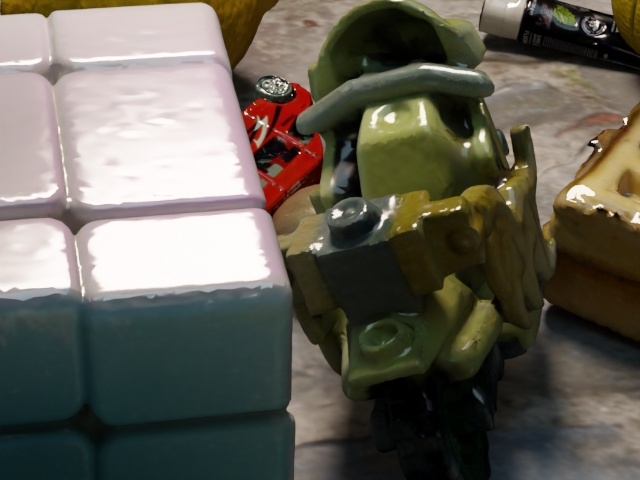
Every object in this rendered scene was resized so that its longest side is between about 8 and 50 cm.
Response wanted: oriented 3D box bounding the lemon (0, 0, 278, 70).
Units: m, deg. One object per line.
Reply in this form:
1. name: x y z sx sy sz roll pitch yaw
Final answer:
1. lemon: -0.149 -0.204 1.681 0.244 0.186 0.187 -11 36 -18

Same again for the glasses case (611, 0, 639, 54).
1. glasses case: 0.427 -0.259 1.781 0.371 0.173 0.141 -13 39 -27

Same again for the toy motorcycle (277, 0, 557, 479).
1. toy motorcycle: 0.070 -0.010 1.349 0.169 0.237 0.410 -16 34 17

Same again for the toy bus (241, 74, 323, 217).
1. toy bus: -0.050 -0.050 1.551 0.089 0.081 0.195 26 40 17

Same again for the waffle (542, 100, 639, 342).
1. waffle: 0.362 -0.039 1.517 0.261 0.114 0.376 21 38 26

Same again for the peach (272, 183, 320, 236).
1. peach: 0.001 -0.002 1.479 0.083 0.083 0.083 1 34 -1

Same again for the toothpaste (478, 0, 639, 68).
1. toothpaste: 0.242 -0.190 1.804 0.194 0.045 0.071 15 38 7

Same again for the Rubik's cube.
1. Rubik's cube: -0.193 0.077 1.142 0.316 0.321 0.318 -4 35 -10
